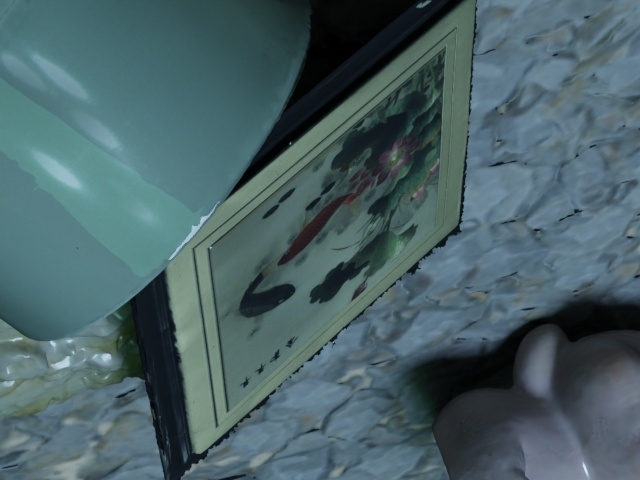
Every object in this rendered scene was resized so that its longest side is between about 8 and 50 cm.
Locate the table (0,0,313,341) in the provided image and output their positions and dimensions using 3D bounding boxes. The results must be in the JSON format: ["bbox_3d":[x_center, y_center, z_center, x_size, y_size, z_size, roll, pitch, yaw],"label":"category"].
[{"bbox_3d":[-0.123,-0.085,0.484,0.126,0.126,0.220,-38,117,25],"label":"table"}]

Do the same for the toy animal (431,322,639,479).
[{"bbox_3d":[0.164,0.089,0.999,0.212,0.124,0.124,-26,148,-3],"label":"toy animal"}]

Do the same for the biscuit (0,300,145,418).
[{"bbox_3d":[-0.139,-0.005,0.700,0.179,0.084,0.281,-26,153,-3],"label":"biscuit"}]

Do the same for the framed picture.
[{"bbox_3d":[0.000,0.000,0.779,0.195,0.010,0.199,-41,155,-22],"label":"framed picture"}]
